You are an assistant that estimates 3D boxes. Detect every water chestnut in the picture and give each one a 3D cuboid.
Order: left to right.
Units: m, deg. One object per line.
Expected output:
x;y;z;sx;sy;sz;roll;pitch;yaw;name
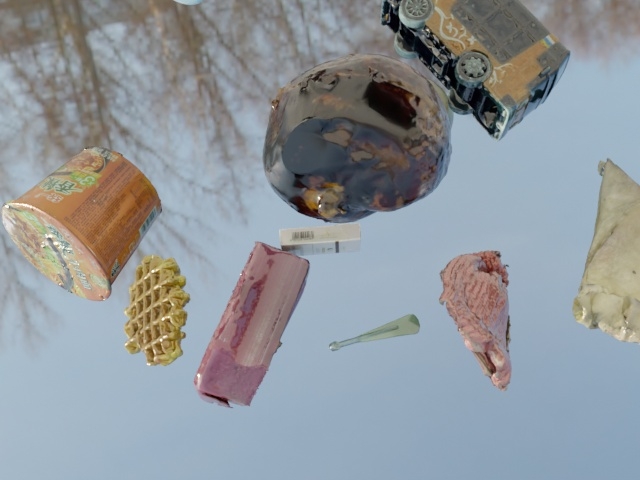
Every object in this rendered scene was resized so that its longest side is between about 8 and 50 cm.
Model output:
0.069;-0.200;1.960;0.335;0.335;0.346;-1;-136;12;water chestnut

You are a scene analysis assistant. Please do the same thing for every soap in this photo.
-0.132;0.166;2.075;0.127;0.324;0.220;25;175;-1;soap

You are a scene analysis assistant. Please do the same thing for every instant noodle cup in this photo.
-0.391;-0.039;1.862;0.230;0.230;0.182;14;-127;35;instant noodle cup

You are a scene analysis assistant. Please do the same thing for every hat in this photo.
0.294;0.117;2.056;0.107;0.236;0.286;-18;-149;27;hat

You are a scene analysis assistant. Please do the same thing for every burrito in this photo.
0.553;0.025;1.962;0.175;0.107;0.347;16;-117;1;burrito

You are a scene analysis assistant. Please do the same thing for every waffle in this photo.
-0.332;0.155;2.229;0.056;0.249;0.253;6;-145;-32;waffle

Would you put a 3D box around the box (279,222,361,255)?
0.000;0.000;2.130;0.155;0.084;0.040;-5;-110;0;box

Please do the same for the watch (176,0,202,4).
-0.211;-0.544;1.955;0.211;0.211;0.193;12;-120;32;watch

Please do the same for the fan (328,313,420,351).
0.095;0.162;1.890;0.193;0.038;0.016;-13;165;-35;fan

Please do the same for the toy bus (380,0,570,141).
0.234;-0.302;1.670;0.167;0.138;0.275;-37;-104;-11;toy bus

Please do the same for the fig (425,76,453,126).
0.172;-0.284;2.370;0.203;0.225;0.203;-24;-147;17;fig
